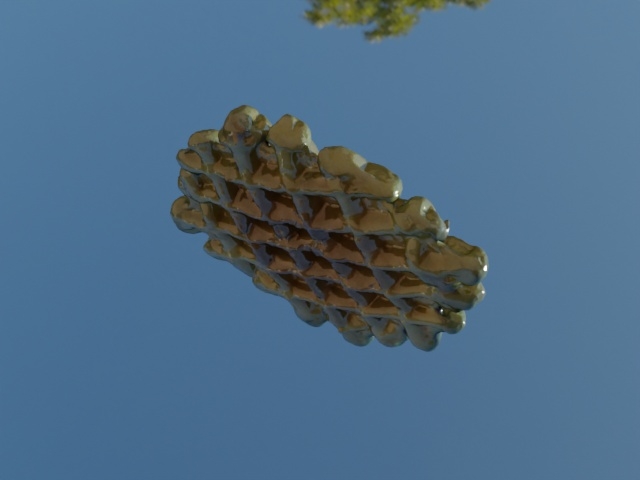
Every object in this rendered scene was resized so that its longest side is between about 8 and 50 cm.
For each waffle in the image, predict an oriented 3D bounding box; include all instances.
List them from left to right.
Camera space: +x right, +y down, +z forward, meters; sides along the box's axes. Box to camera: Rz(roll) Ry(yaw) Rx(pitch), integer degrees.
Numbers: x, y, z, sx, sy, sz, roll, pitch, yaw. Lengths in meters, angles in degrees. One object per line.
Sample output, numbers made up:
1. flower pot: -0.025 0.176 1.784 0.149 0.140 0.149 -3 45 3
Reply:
1. waffle: 0.000 0.000 1.010 0.309 0.292 0.056 30 -117 -4
